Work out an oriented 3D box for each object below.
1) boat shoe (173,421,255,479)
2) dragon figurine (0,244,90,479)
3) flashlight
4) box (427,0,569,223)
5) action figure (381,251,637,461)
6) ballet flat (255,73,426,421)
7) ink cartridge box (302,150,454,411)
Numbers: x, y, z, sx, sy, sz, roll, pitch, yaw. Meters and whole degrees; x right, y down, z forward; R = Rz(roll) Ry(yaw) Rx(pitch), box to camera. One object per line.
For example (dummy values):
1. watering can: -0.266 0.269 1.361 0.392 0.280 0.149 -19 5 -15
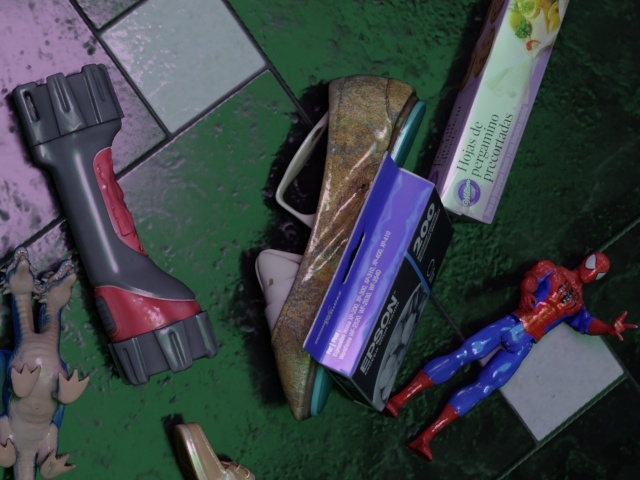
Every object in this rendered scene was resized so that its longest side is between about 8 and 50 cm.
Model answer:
1. boat shoe: -0.091 0.246 1.917 0.059 0.063 0.170 -28 107 -15
2. dragon figurine: -0.278 0.153 1.850 0.085 0.144 0.289 6 109 -16
3. flashlight: -0.191 -0.017 1.868 0.103 0.103 0.304 -17 92 16
4. box: 0.189 -0.177 1.975 0.063 0.067 0.324 21 87 -13
5. action figure: 0.199 0.106 1.952 0.280 0.139 0.091 -41 102 -13
6. ballet flat: 0.000 0.000 1.916 0.123 0.123 0.348 19 87 -14
7. ink cartridge box: 0.061 0.043 1.870 0.045 0.208 0.206 19 78 19
